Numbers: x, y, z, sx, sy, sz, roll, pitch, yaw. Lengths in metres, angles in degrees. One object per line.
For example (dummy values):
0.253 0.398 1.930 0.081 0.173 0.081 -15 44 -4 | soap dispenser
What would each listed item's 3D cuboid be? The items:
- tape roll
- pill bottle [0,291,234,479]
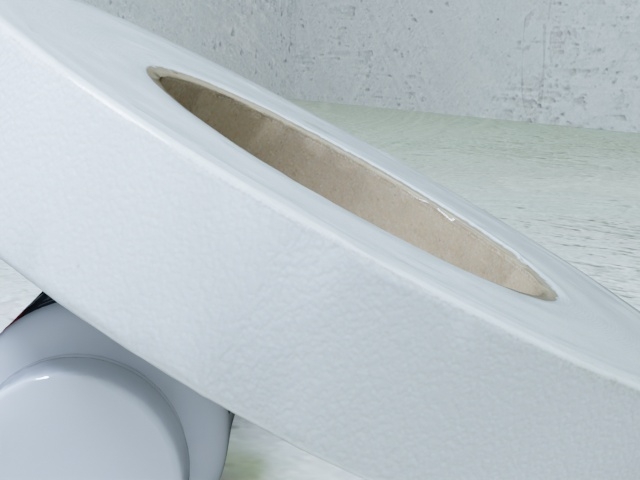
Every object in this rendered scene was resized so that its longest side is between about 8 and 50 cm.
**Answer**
0.000 0.000 0.638 0.392 0.072 0.392 28 8 -5 | tape roll
-0.088 0.070 0.587 0.108 0.108 0.180 2 9 0 | pill bottle
